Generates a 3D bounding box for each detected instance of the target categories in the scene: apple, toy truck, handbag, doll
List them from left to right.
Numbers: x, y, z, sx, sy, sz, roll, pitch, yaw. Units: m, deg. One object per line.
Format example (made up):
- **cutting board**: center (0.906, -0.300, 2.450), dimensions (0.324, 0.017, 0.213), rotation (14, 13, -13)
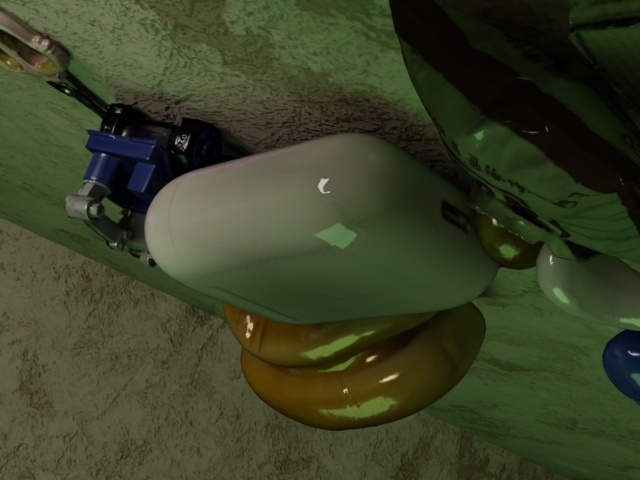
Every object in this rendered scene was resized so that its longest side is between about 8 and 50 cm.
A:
- **toy truck**: center (-0.198, -0.058, 1.068), dimensions (0.161, 0.176, 0.213), rotation (12, 162, 29)
- **apple**: center (0.192, -0.015, 0.845), dimensions (0.090, 0.089, 0.074), rotation (29, 121, -24)
- **handbag**: center (0.158, -0.063, 0.618), dimensions (0.213, 0.127, 0.235), rotation (42, -177, 33)
- **doll**: center (0.411, 0.137, 0.813), dimensions (0.376, 0.187, 0.365), rotation (37, 169, 37)

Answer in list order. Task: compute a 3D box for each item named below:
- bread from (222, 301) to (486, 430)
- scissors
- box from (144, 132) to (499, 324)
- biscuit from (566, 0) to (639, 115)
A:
- **bread**: center (0.045, 0.111, 1.317), dimensions (0.424, 0.329, 0.245), rotation (4, 116, 50)
- **scissors**: center (-0.325, -0.198, 1.050), dimensions (0.160, 0.024, 0.317), rotation (10, 161, 38)
- **box**: center (0.000, -0.001, 0.949), dimensions (0.349, 0.141, 0.289), rotation (-10, 155, 40)
- **biscuit**: center (0.275, -0.108, 0.461), dimensions (0.150, 0.052, 0.252), rotation (29, 166, -37)
